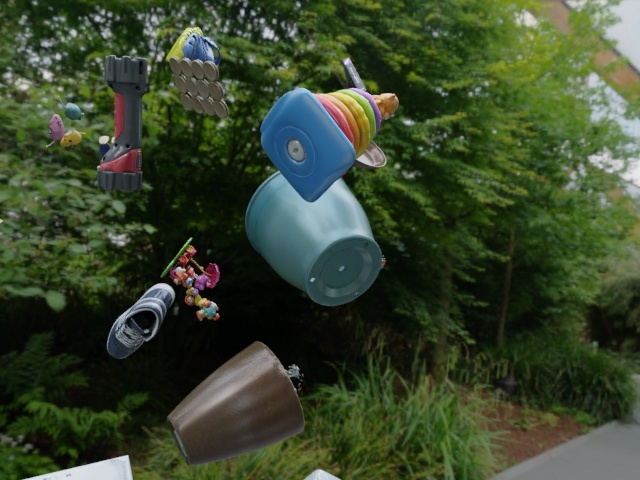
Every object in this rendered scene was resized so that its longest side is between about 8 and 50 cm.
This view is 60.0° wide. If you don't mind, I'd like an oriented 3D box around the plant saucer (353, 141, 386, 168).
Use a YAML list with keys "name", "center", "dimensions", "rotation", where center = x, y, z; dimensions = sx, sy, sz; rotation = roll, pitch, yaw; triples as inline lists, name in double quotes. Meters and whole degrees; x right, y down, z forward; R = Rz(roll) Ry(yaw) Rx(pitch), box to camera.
- name: "plant saucer"
  center: [0.113, -0.282, 1.731]
  dimensions: [0.199, 0.036, 0.198]
  rotation: [23, 34, -16]

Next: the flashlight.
- name: "flashlight"
  center: [-0.464, -0.268, 1.287]
  dimensions: [0.103, 0.304, 0.103]
  rotation: [-7, 16, -41]

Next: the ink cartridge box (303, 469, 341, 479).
- name: "ink cartridge box"
  center: [0.037, 0.510, 0.786]
  dimensions: [0.385, 0.308, 0.091]
  rotation: [37, 22, -21]

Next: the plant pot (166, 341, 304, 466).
- name: "plant pot"
  center: [-0.187, 0.357, 1.144]
  dimensions: [0.230, 0.215, 0.215]
  rotation: [-24, 10, -27]

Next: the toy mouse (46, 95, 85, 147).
- name: "toy mouse"
  center: [-0.643, -0.299, 1.411]
  dimensions: [0.031, 0.143, 0.161]
  rotation: [17, 38, 8]

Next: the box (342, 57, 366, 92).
- name: "box"
  center: [0.117, -0.504, 1.822]
  dimensions: [0.029, 0.162, 0.116]
  rotation: [-20, -29, 0]

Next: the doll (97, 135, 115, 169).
- name: "doll"
  center: [-0.650, -0.245, 1.774]
  dimensions: [0.129, 0.046, 0.189]
  rotation: [-2, -44, -9]

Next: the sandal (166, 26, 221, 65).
- name: "sandal"
  center: [-0.413, -0.630, 1.858]
  dimensions: [0.138, 0.126, 0.317]
  rotation: [39, 24, -15]

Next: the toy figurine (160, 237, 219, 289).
- name: "toy figurine"
  center: [-0.408, 0.102, 1.806]
  dimensions: [0.159, 0.173, 0.130]
  rotation: [38, -46, -9]

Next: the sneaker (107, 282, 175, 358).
- name: "sneaker"
  center: [-0.519, 0.251, 1.534]
  dimensions: [0.099, 0.282, 0.153]
  rotation: [38, 16, -14]

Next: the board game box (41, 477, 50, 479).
- name: "board game box"
  center: [-0.403, 0.473, 0.743]
  dimensions: [0.144, 0.275, 0.142]
  rotation: [41, 39, 15]

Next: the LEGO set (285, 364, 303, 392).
- name: "LEGO set"
  center: [-0.062, 0.308, 1.255]
  dimensions: [0.054, 0.023, 0.083]
  rotation: [-10, 34, -20]

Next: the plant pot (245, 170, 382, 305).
- name: "plant pot"
  center: [0.000, 0.000, 1.247]
  dimensions: [0.272, 0.271, 0.255]
  rotation: [12, 25, -35]

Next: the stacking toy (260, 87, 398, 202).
- name: "stacking toy"
  center: [0.052, -0.219, 1.024]
  dimensions: [0.302, 0.165, 0.175]
  rotation: [-35, -3, -38]

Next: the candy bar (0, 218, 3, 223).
- name: "candy bar"
  center: [-0.497, -0.026, 0.784]
  dimensions: [0.161, 0.018, 0.040]
  rotation: [6, 29, 43]

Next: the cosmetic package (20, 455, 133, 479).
- name: "cosmetic package"
  center: [-0.522, 0.556, 1.189]
  dimensions: [0.231, 0.117, 0.085]
  rotation: [-7, -41, -26]

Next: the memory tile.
- name: "memory tile"
  center: [-0.233, -0.294, 1.064]
  dimensions: [0.148, 0.113, 0.012]
  rotation: [21, 46, 38]

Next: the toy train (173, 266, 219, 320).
- name: "toy train"
  center: [-0.341, 0.154, 1.495]
  dimensions: [0.166, 0.046, 0.125]
  rotation: [43, -24, 20]

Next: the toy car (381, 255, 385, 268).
- name: "toy car"
  center: [0.147, 0.071, 1.723]
  dimensions: [0.122, 0.040, 0.060]
  rotation: [-3, 15, -19]
